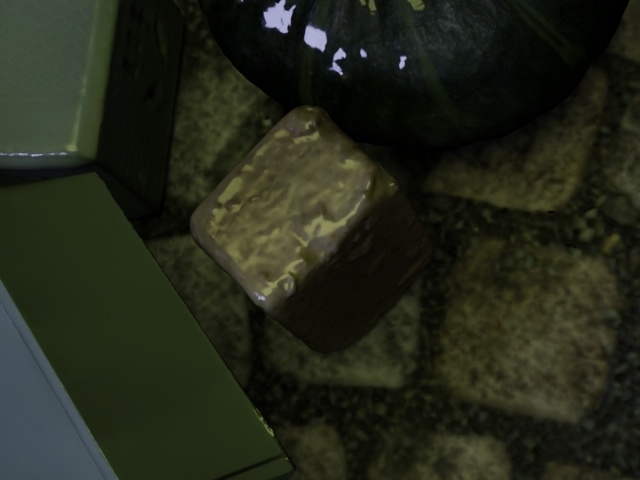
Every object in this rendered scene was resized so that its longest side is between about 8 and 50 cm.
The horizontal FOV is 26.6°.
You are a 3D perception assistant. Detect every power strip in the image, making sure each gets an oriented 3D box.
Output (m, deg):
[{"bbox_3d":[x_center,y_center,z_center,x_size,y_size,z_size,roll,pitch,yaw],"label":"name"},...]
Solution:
[{"bbox_3d":[-0.181,-0.139,0.939,0.139,0.140,0.224,2,76,15],"label":"power strip"}]

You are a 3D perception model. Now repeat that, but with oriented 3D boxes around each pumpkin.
[{"bbox_3d":[0.059,-0.204,0.870,0.300,0.207,0.300,0,90,16],"label":"pumpkin"}]

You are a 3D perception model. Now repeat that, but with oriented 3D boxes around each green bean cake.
[{"bbox_3d":[0.000,0.000,0.837,0.109,0.179,0.085,-46,70,-3],"label":"green bean cake"}]

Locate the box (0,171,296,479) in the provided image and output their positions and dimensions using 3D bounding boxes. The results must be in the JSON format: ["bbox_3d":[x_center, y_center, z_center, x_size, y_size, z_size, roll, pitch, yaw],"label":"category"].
[{"bbox_3d":[-0.159,0.117,0.820,0.225,0.117,0.225,55,132,20],"label":"box"}]
